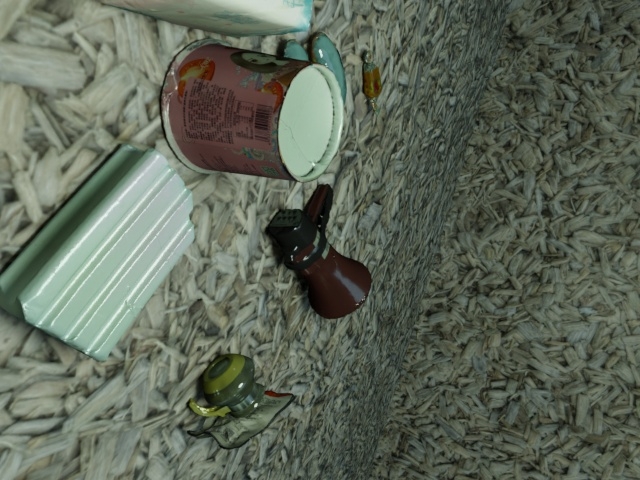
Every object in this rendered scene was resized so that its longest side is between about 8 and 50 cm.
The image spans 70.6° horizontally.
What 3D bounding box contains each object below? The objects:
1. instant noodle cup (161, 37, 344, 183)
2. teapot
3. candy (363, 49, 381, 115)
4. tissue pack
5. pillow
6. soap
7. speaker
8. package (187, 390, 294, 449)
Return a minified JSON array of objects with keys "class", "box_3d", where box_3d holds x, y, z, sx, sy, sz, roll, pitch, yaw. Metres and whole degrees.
[{"class":"instant noodle cup","box_3d":[-0.106,-0.217,0.783,0.243,0.231,0.243,-35,133,-49]},{"class":"teapot","box_3d":[-0.209,0.336,1.016,0.165,0.130,0.119,-35,111,-5]},{"class":"candy","box_3d":[0.144,-0.447,1.282,0.053,0.046,0.182,-45,136,-35]},{"class":"tissue pack","box_3d":[-0.154,-0.374,0.644,0.271,0.201,0.124,-19,114,-56]},{"class":"pillow","box_3d":[-0.009,-0.355,1.029,0.233,0.086,0.214,-43,134,-45]},{"class":"soap","box_3d":[-0.316,0.015,0.683,0.289,0.095,0.173,-59,148,-24]},{"class":"speaker","box_3d":[0.019,0.013,1.187,0.259,0.198,0.329,-46,135,-18]},{"class":"package","box_3d":[-0.182,0.412,1.050,0.232,0.166,0.040,-20,105,-60]}]
